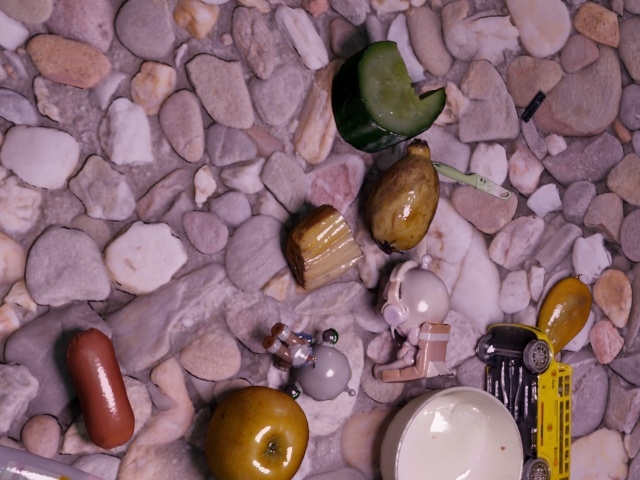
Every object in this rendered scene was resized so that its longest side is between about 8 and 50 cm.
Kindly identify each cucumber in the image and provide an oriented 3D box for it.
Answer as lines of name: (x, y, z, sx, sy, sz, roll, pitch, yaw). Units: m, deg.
cucumber: (0.112, -0.255, 1.678, 0.191, 0.130, 0.191, 5, 78, -26)

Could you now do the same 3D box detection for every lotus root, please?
lotus root: (-0.001, 0.003, 1.630, 0.135, 0.095, 0.159, -34, 142, -18)
lotus root: (0.153, -0.078, 1.663, 0.138, 0.138, 0.214, 13, 104, -25)

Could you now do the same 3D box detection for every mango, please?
mango: (0.494, 0.153, 1.878, 0.101, 0.066, 0.187, 33, 83, -20)

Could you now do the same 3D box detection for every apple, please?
apple: (-0.102, 0.331, 1.519, 0.182, 0.155, 0.182, 1, 87, -21)

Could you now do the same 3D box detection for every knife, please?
knife: (0.297, -0.120, 1.819, 0.207, 0.014, 0.030, 20, 79, -26)

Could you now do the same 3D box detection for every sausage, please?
sausage: (-0.346, 0.233, 1.452, 0.077, 0.077, 0.194, -19, 95, -26)

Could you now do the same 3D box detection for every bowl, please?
bowl: (0.219, 0.397, 1.683, 0.277, 0.145, 0.277, 0, 89, -26)

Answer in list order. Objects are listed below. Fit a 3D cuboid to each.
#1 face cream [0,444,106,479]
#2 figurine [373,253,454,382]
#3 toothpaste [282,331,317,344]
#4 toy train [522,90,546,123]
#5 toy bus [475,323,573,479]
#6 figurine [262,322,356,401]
face cream: (-0.422, 0.379, 1.415, 0.198, 0.057, 0.084, 27, 77, -22)
figurine: (0.168, 0.145, 1.689, 0.162, 0.141, 0.237, 4, 82, -54)
toothpaste: (-0.044, 0.174, 1.633, 0.083, 0.019, 0.027, 10, 107, -25)
toy train: (0.433, -0.270, 1.889, 0.017, 0.017, 0.083, 43, 70, -16)
toy bus: (0.402, 0.324, 1.777, 0.152, 0.144, 0.330, 1, 90, -34)
figurine: (-0.021, 0.210, 1.599, 0.197, 0.093, 0.147, 39, 80, -23)
